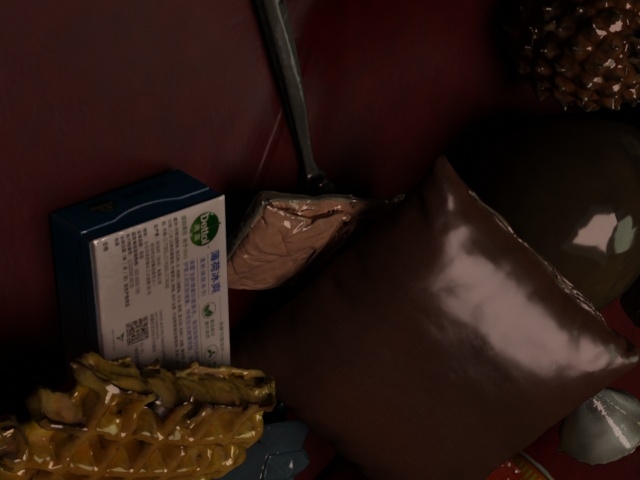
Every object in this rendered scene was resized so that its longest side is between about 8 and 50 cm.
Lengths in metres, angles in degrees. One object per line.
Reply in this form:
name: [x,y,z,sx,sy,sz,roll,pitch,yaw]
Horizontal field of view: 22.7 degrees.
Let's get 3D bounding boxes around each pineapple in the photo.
pineapple: [0.285,-0.206,1.636,0.166,0.193,0.166,-15,113,-39]

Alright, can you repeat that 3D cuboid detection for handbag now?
handbag: [-0.096,0.279,1.616,0.179,0.062,0.229,-3,112,-47]

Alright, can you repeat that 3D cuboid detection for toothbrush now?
toothbrush: [-0.027,-0.148,1.479,0.030,0.030,0.297,-32,130,-23]

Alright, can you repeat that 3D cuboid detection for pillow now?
pillow: [0.000,0.000,1.549,0.232,0.043,0.126,-3,144,-45]
pillow: [0.108,0.114,1.565,0.305,0.108,0.308,-41,111,15]

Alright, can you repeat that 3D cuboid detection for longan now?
longan: [0.255,-0.029,1.676,0.248,0.248,0.248,-22,125,-36]

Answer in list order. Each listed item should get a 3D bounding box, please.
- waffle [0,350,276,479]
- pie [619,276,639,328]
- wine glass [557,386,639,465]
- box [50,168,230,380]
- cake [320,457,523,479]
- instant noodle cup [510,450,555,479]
waffle: [-0.170,0.183,1.382,0.309,0.065,0.283,-29,147,-19]
pie: [0.410,-0.052,1.797,0.339,0.083,0.340,-166,-90,-89]
wine glass: [0.317,0.176,1.933,0.122,0.122,0.183,-47,132,-16]
box: [-0.157,0.051,1.421,0.139,0.073,0.194,-22,125,-34]
cake: [0.092,0.320,1.755,0.283,0.151,0.177,-45,139,-12]
instant noodle cup: [0.199,0.356,1.891,0.185,0.168,0.168,-39,134,-13]
